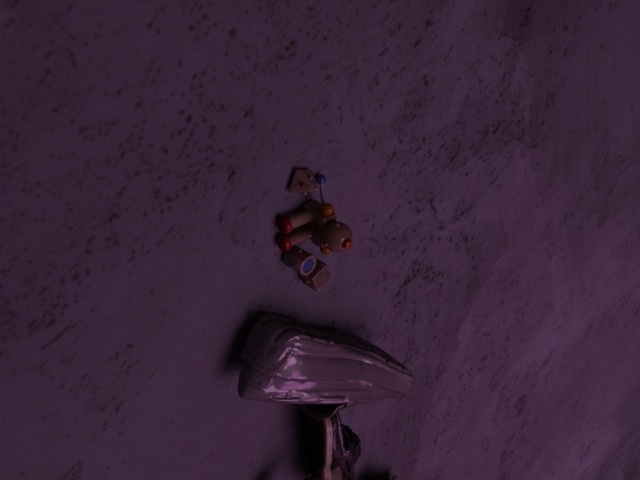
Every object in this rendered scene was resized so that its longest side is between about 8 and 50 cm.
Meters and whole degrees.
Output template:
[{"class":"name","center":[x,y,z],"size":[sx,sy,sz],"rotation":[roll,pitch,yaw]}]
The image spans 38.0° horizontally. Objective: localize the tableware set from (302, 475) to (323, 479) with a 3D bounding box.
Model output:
[{"class":"tableware set","center":[-0.046,0.384,1.320],"size":[0.154,0.024,0.104],"rotation":[-33,142,12]}]

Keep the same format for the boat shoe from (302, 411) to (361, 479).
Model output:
[{"class":"boat shoe","center":[0.021,0.295,1.334],"size":[0.073,0.080,0.223],"rotation":[-18,139,-15]}]

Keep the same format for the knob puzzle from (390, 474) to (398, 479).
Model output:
[{"class":"knob puzzle","center":[0.105,0.499,1.599],"size":[0.213,0.030,0.213],"rotation":[20,90,-77]}]

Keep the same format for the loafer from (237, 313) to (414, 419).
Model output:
[{"class":"loafer","center":[0.010,0.177,1.220],"size":[0.319,0.112,0.111],"rotation":[22,97,-47]}]

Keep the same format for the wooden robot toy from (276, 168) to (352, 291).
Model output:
[{"class":"wooden robot toy","center":[0.000,0.000,1.093],"size":[0.076,0.079,0.173],"rotation":[-30,136,-35]}]
